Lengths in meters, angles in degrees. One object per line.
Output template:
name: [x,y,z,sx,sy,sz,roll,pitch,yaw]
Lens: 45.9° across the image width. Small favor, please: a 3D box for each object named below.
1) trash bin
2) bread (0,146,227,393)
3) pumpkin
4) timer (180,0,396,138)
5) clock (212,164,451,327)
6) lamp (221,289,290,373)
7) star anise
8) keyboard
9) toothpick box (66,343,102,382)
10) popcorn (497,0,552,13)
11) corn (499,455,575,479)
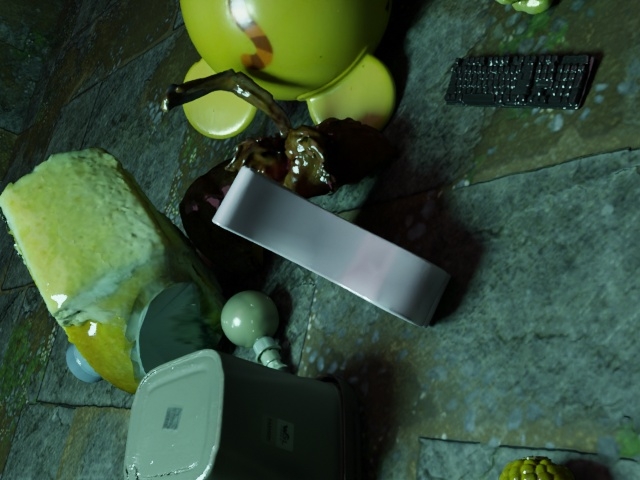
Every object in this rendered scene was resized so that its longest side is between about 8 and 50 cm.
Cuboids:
trash bin: [-0.094,0.258,0.951,0.219,0.250,0.219,-26,51,34]
bread: [-0.304,0.068,1.192,0.239,0.395,0.264,-38,49,-8]
pumpkin: [-0.149,-0.082,1.291,0.130,0.149,0.253,-41,44,48]
timer: [-0.056,-0.351,1.216,0.376,0.376,0.386,11,104,54]
clock: [0.000,0.000,0.955,0.275,0.290,0.080,27,90,50]
lamp: [-0.091,0.154,1.161,0.091,0.091,0.163,-47,55,23]
star anise: [-0.063,-0.143,1.103,0.237,0.347,0.148,-115,47,-74]
keyboard: [0.249,-0.207,0.984,0.231,0.023,0.072,17,86,54]
toothpick box: [-0.434,0.212,1.534,0.153,0.101,0.101,-38,44,31]
popcorn: [0.274,-0.367,0.941,0.174,0.142,0.173,-33,44,38]
corn: [0.199,0.315,0.691,0.080,0.080,0.231,-19,55,45]
